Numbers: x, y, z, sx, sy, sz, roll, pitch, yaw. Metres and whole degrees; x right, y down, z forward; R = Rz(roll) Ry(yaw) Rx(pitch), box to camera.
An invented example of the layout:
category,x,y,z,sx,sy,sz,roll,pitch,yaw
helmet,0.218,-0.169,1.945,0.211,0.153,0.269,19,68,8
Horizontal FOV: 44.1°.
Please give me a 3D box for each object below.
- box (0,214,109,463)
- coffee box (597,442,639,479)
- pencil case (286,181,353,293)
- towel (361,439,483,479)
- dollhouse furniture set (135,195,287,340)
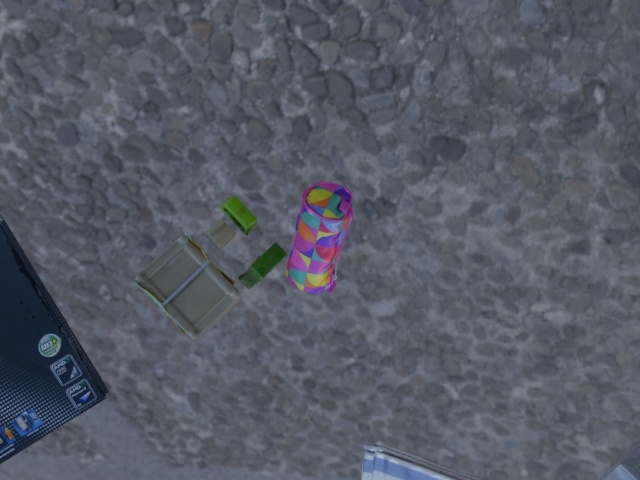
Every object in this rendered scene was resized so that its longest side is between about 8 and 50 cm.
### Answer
category,x,y,z,sx,sy,sz,roll,pitch,yaw
box,-0.296,0.100,0.629,0.045,0.191,0.184,29,144,56
coffee box,0.567,0.468,1.174,0.337,0.338,0.334,48,137,25
pencil case,0.000,0.000,1.453,0.105,0.104,0.236,18,141,5
towel,0.119,0.379,0.850,0.209,0.034,0.284,8,94,41
dollhouse furniture set,-0.256,0.070,1.811,0.197,0.301,0.151,47,161,-3
